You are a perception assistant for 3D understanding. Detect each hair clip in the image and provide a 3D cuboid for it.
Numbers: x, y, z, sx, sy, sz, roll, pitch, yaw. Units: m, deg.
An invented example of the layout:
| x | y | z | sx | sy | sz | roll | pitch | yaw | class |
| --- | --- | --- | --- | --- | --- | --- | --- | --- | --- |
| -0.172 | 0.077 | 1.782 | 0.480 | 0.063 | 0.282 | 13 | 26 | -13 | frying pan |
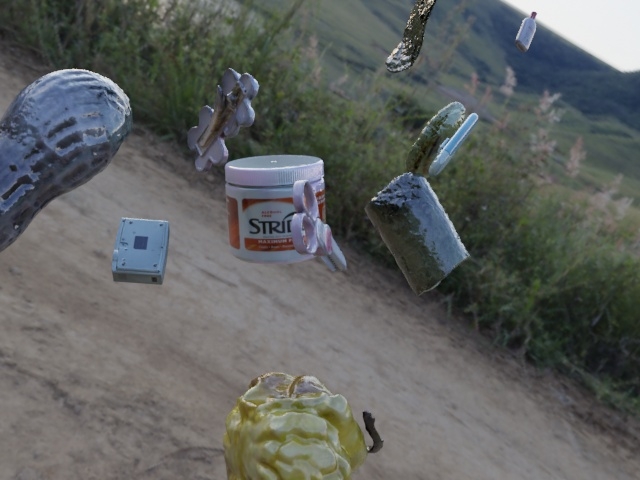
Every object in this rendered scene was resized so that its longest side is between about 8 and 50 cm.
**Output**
| x | y | z | sx | sy | sz | roll | pitch | yaw | class |
| --- | --- | --- | --- | --- | --- | --- | --- | --- | --- |
| -0.214 | -0.253 | 1.503 | 0.075 | 0.257 | 0.146 | -11 | 62 | -39 | hair clip |

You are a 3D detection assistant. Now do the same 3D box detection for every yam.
| x | y | z | sx | sy | sz | roll | pitch | yaw | class |
| --- | --- | --- | --- | --- | --- | --- | --- | --- | --- |
| 0.260 | -0.022 | 1.884 | 0.300 | 0.195 | 0.195 | 60 | 22 | 7 | yam |

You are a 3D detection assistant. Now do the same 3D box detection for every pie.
| x | y | z | sx | sy | sz | roll | pitch | yaw | class |
| --- | --- | --- | --- | --- | --- | --- | --- | --- | --- |
| 0.334 | -0.272 | 2.020 | 0.201 | 0.248 | 0.090 | -28 | 60 | -39 | pie |

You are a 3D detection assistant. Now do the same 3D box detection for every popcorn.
| x | y | z | sx | sy | sz | roll | pitch | yaw | class |
| --- | --- | --- | --- | --- | --- | --- | --- | --- | --- |
| -0.031 | 0.444 | 1.477 | 0.381 | 0.349 | 0.349 | 1 | 30 | -29 | popcorn |

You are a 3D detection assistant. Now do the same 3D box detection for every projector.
| x | y | z | sx | sy | sz | roll | pitch | yaw | class |
| --- | --- | --- | --- | --- | --- | --- | --- | --- | --- |
| -0.406 | 0.021 | 1.601 | 0.115 | 0.061 | 0.147 | 4 | 57 | -6 | projector |

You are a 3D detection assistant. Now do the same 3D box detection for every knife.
| x | y | z | sx | sy | sz | roll | pitch | yaw | class |
| --- | --- | --- | --- | --- | --- | --- | --- | --- | --- |
| 0.262 | -0.193 | 1.391 | 0.031 | 0.064 | 0.222 | 33 | 46 | 8 | knife |

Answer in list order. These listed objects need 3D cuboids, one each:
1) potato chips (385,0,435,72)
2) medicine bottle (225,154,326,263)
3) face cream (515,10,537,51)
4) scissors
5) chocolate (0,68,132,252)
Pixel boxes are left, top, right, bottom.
| x | y | z | sx | sy | sz | roll | pitch | yaw | class |
| --- | --- | --- | --- | --- | --- | --- | --- | --- | --- |
| 0.159 | -0.366 | 1.115 | 0.026 | 0.209 | 0.142 | 21 | 28 | -15 | potato chips |
| -0.113 | -0.083 | 1.798 | 0.252 | 0.241 | 0.252 | -3 | 14 | 1 | medicine bottle |
| 0.422 | -0.428 | 1.438 | 0.021 | 0.083 | 0.040 | 14 | -14 | 45 | face cream |
| 0.000 | 0.000 | 1.152 | 0.030 | 0.118 | 0.242 | -5 | -26 | 15 | scissors |
| -0.284 | -0.072 | 0.670 | 0.110 | 0.248 | 0.110 | 33 | -24 | 17 | chocolate |
